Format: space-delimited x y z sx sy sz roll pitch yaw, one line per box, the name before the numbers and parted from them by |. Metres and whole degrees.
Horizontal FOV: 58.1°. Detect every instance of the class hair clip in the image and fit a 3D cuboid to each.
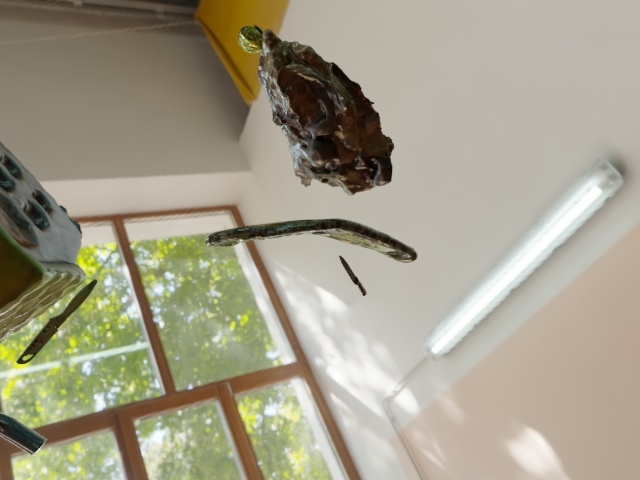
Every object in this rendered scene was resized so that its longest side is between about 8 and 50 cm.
hair clip | 0.000 -0.003 0.578 0.229 0.036 0.066 5 -12 -25

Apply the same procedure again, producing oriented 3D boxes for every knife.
knife | -0.713 0.217 1.563 0.293 0.019 0.043 -53 -52 -14
knife | 0.080 0.089 1.420 0.010 0.023 0.170 -3 -40 31

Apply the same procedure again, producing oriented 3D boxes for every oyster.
oyster | 0.007 -0.239 1.106 0.221 0.096 0.361 -13 -61 17

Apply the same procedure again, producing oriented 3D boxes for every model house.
model house | -0.373 0.030 0.533 0.237 0.303 0.216 -36 -59 -8

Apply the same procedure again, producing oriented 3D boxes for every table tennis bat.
table tennis bat | -0.686 0.313 1.134 0.044 0.329 0.215 -53 9 -25

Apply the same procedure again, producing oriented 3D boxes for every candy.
candy | -0.132 -0.514 1.661 0.077 0.262 0.073 -50 9 -34
